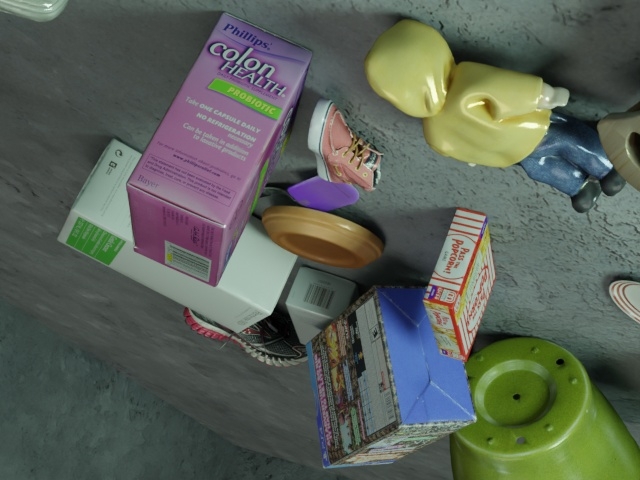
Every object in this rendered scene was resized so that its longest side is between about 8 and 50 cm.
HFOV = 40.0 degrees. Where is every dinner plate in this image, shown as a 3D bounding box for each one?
[{"bbox_3d":[0.456,0.092,1.184,0.141,0.017,0.141,33,165,10],"label":"dinner plate"}]

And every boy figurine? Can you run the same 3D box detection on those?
[{"bbox_3d":[0.173,-0.126,0.902,0.285,0.092,0.177,26,158,-5],"label":"boy figurine"}]

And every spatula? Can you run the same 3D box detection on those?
[{"bbox_3d":[-0.068,-0.070,1.345,0.296,0.030,0.084,1,155,43],"label":"spatula"}]

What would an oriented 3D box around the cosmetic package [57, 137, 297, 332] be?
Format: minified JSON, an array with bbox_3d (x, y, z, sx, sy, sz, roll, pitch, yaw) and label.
[{"bbox_3d":[-0.242,0.000,1.515,0.366,0.155,0.197,30,155,-12],"label":"cosmetic package"}]

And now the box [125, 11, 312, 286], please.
[{"bbox_3d":[-0.121,-0.099,1.047,0.117,0.243,0.213,23,157,0],"label":"box"}]

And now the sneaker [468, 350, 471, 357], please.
[{"bbox_3d":[0.241,0.212,1.606,0.086,0.085,0.237,15,158,32],"label":"sneaker"}]

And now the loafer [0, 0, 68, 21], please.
[{"bbox_3d":[-0.424,-0.340,0.997,0.319,0.112,0.111,32,163,1],"label":"loafer"}]

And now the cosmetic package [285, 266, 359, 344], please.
[{"bbox_3d":[0.013,0.143,1.680,0.117,0.085,0.231,18,159,13],"label":"cosmetic package"}]

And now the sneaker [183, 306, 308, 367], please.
[{"bbox_3d":[-0.139,0.177,1.876,0.299,0.121,0.112,20,128,-12],"label":"sneaker"}]

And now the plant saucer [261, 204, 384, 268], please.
[{"bbox_3d":[0.000,0.000,1.387,0.200,0.037,0.200,15,165,4],"label":"plant saucer"}]

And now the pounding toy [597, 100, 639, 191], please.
[{"bbox_3d":[0.358,-0.117,0.769,0.154,0.155,0.269,45,158,27],"label":"pounding toy"}]

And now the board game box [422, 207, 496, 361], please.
[{"bbox_3d":[0.198,0.066,1.237,0.045,0.146,0.193,14,157,22],"label":"board game box"}]

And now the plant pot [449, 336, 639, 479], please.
[{"bbox_3d":[0.373,0.363,1.529,0.366,0.366,0.353,7,142,35],"label":"plant pot"}]

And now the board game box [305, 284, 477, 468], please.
[{"bbox_3d":[0.107,0.236,1.485,0.141,0.232,0.291,2,154,-25],"label":"board game box"}]

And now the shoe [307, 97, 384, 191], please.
[{"bbox_3d":[0.036,-0.116,1.102,0.081,0.063,0.178,17,163,12],"label":"shoe"}]
